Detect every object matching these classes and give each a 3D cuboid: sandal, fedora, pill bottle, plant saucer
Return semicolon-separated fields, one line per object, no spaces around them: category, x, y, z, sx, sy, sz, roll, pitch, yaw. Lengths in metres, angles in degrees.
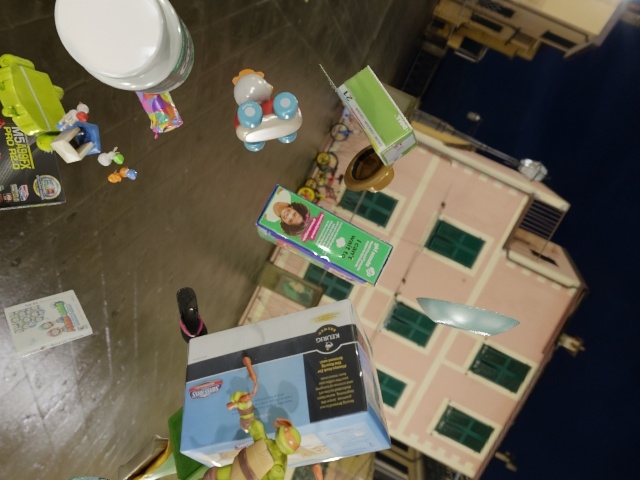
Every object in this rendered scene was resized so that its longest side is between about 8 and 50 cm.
sandal;-0.342;0.212;1.213;0.040;0.067;0.179;-141;-141;-64
fedora;0.157;-0.201;1.336;0.194;0.079;0.194;-29;-142;25
pill bottle;-0.375;-0.406;0.925;0.204;0.204;0.361;-65;-165;11
plant saucer;0.275;0.150;0.875;0.195;0.194;0.038;93;11;-80

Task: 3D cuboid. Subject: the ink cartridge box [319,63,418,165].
ink cartridge box;0.116;-0.290;1.010;0.097;0.189;0.255;-33;167;12

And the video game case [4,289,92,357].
video game case;-0.607;0.180;1.022;0.143;0.157;0.019;-17;131;-35

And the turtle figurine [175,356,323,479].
turtle figurine;-0.109;0.326;0.669;0.217;0.269;0.087;-38;144;1

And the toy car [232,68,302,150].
toy car;-0.183;-0.440;1.431;0.219;0.210;0.238;110;-36;-79

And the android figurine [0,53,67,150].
android figurine;-0.735;-0.353;1.182;0.273;0.056;0.248;-94;164;-77

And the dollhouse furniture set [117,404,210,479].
dollhouse furniture set;-0.302;0.523;1.070;0.301;0.151;0.197;-43;142;15

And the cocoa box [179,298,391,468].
cocoa box;-0.063;0.303;0.908;0.231;0.347;0.228;64;13;-48

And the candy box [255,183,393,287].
candy box;0.000;0.000;1.188;0.122;0.317;0.268;-64;-177;-7

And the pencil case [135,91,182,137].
pencil case;-0.524;-0.451;1.439;0.104;0.104;0.236;-55;127;-66

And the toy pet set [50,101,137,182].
toy pet set;-0.348;-0.155;0.713;0.122;0.114;0.065;61;35;-40

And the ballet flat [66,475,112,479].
ballet flat;-0.372;0.467;0.807;0.188;0.070;0.070;50;59;-44

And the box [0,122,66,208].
box;-0.978;-0.242;1.489;0.216;0.060;0.270;-14;94;-47

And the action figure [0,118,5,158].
action figure;-0.811;-0.293;1.070;0.091;0.139;0.280;-45;151;-33
